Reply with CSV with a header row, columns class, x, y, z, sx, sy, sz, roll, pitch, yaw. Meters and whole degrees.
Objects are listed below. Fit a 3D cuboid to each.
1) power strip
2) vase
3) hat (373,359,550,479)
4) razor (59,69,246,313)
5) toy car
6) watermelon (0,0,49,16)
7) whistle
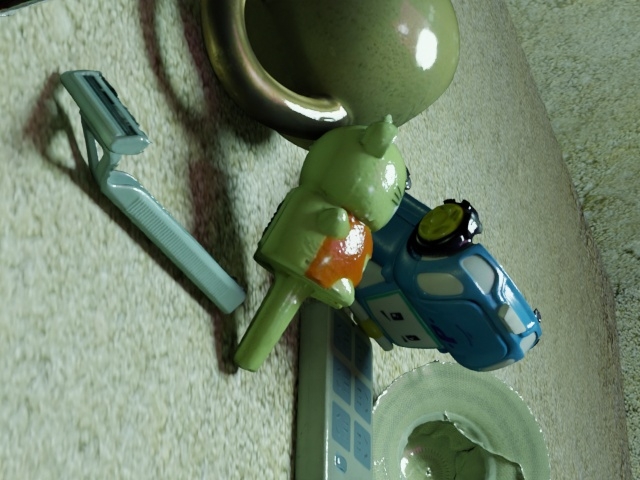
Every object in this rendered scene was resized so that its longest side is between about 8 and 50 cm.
class,x,y,z,sx,sy,sz,roll,pitch,yaw
power strip,0.016,0.195,1.260,0.118,0.046,0.270,52,32,-49
vase,-0.018,-0.235,1.207,0.302,0.241,0.329,58,38,-18
hat,0.144,0.279,1.429,0.110,0.252,0.252,129,-41,-63
razor,-0.137,-0.020,0.995,0.111,0.056,0.278,49,-9,42
toy car,0.110,0.047,1.308,0.198,0.166,0.314,52,-6,-32
watermelon,-0.177,-0.261,0.922,0.224,0.180,0.305,32,27,7
whistle,0.000,0.000,1.127,0.288,0.106,0.131,-62,-173,-10
